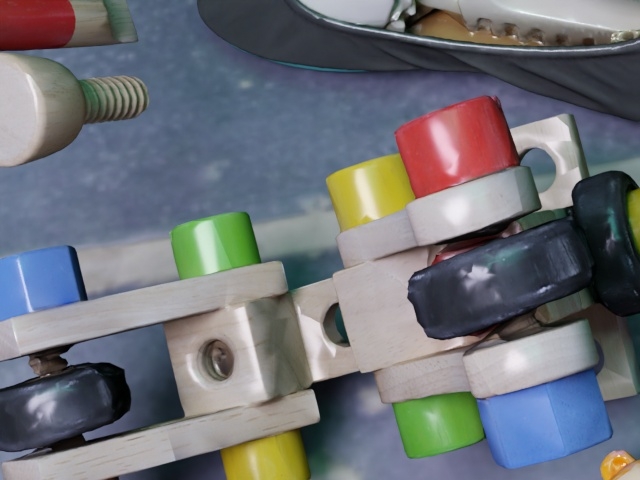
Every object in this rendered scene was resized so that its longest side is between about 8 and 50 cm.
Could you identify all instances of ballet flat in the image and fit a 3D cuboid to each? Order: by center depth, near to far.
[{"bbox_3d":[0.069,-0.128,0.701,0.280,0.096,0.095,11,60,13],"label":"ballet flat"}]

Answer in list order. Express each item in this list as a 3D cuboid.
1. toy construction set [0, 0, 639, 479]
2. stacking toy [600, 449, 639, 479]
[{"bbox_3d":[0.000,0.000,0.584,0.309,0.257,0.237,51,30,13],"label":"toy construction set"},{"bbox_3d":[0.223,0.031,0.573,0.302,0.166,0.175,-40,62,-1],"label":"stacking toy"}]
